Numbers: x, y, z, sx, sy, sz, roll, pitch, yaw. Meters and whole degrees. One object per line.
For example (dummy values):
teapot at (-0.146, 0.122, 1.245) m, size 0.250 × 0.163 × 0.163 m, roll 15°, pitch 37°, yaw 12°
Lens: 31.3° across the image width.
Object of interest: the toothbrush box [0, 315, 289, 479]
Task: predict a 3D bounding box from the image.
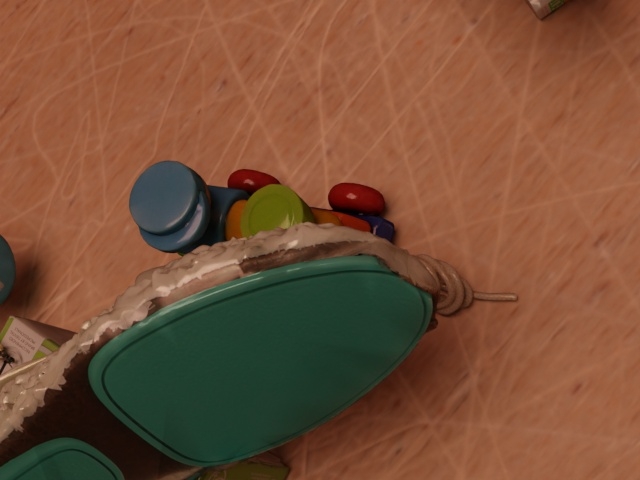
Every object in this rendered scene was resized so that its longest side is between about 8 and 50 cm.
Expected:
toothbrush box at (-0.190, 0.230, 0.824) m, size 0.206 × 0.122 × 0.283 m, roll 30°, pitch 91°, yaw 28°

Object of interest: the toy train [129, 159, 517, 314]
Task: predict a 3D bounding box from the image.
toy train at (0.000, 0.000, 0.786) m, size 0.248 × 0.143 × 0.105 m, roll 9°, pitch 81°, yaw 26°

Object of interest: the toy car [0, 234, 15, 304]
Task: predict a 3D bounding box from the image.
toy car at (-0.376, 0.114, 0.906) m, size 0.219 × 0.210 × 0.237 m, roll -7°, pitch 86°, yaw 33°

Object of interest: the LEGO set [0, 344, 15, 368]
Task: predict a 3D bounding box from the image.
LEGO set at (-0.247, 0.109, 0.808) m, size 0.083 × 0.023 × 0.054 m, roll -35°, pitch 63°, yaw -1°

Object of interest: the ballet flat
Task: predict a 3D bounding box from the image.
ballet flat at (-0.127, 0.089, 0.701) m, size 0.409 × 0.147 × 0.147 m, roll -32°, pitch 66°, yaw 10°

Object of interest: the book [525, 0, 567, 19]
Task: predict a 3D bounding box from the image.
book at (0.194, -0.239, 0.829) m, size 0.144 × 0.035 × 0.096 m, roll -34°, pitch 69°, yaw 11°
